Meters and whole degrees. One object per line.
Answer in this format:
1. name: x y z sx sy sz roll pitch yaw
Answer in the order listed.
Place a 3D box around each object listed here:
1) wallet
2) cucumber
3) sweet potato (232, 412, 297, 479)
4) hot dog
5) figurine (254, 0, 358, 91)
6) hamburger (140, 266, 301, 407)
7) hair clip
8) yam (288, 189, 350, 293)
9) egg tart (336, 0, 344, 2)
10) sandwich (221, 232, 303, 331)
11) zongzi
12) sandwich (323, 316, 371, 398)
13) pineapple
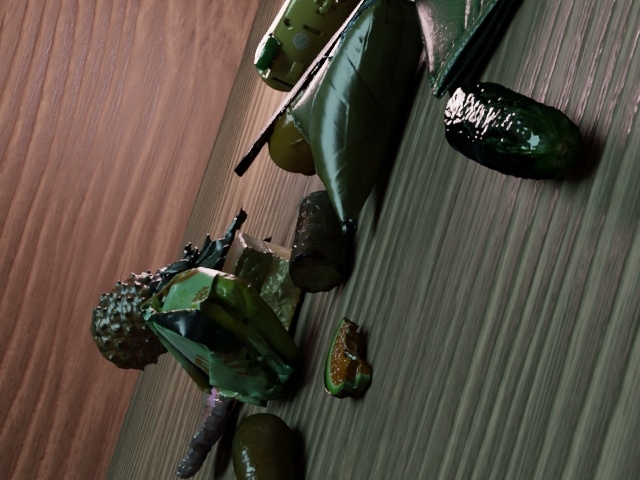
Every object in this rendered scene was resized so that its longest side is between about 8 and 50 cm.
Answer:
1. wallet: 0.163 -0.276 1.508 0.236 0.055 0.160 -95 29 -50
2. cucumber: 0.162 -0.090 1.163 0.241 0.074 0.074 -125 54 -75
3. sweet potato: -0.074 0.270 1.694 0.346 0.079 0.108 -138 55 -81
4. hot dog: 0.010 -0.186 1.923 0.194 0.107 0.326 -58 7 -36
5. figurine: -0.013 -0.394 2.367 0.222 0.124 0.324 -82 18 -55
6. hamburger: -0.109 0.135 1.814 0.235 0.214 0.125 -8 47 51
7. hair clip: -0.173 0.256 2.194 0.300 0.069 0.173 -89 21 -58
8. yam: 0.000 0.001 1.773 0.141 0.079 0.079 -82 16 -48
9. egg tart: 0.105 -0.390 1.767 0.241 0.106 0.241 -44 20 21
10. sandwich: -0.086 0.057 2.014 0.186 0.108 0.220 126 162 -56
11. zongzi: 0.060 -0.162 1.694 0.228 0.115 0.256 -56 26 32
12. sandwich: 0.030 0.137 1.534 0.067 0.029 0.135 -59 15 26
13. pineapple: -0.227 0.089 2.265 0.364 0.165 0.165 -31 34 33
